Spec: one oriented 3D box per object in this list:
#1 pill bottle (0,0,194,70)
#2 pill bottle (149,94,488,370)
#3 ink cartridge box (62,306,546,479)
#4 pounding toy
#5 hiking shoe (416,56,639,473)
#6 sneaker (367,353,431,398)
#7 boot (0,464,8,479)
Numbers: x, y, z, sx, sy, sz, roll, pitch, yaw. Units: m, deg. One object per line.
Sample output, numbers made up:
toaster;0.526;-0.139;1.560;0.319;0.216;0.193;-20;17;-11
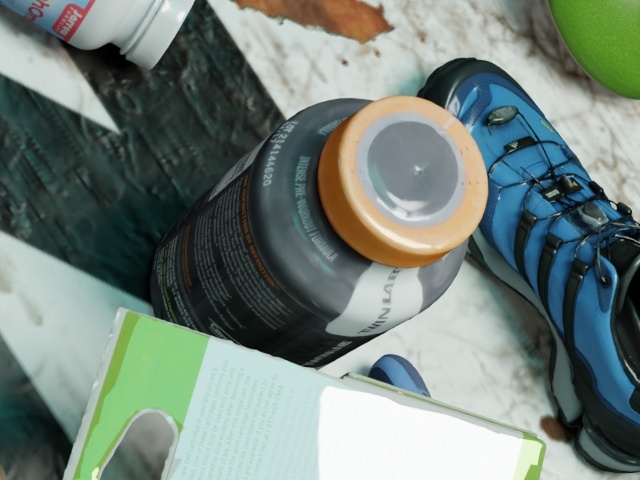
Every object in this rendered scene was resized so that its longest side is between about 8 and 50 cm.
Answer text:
pill bottle;-0.158;-0.172;1.070;0.160;0.087;0.087;30;63;-13
pill bottle;0.000;0.000;0.994;0.130;0.245;0.130;8;70;-22
ink cartridge box;-0.024;0.164;0.978;0.255;0.097;0.189;19;75;-11
pounding toy;0.268;-0.177;1.225;0.237;0.110;0.183;49;58;-22
hiking shoe;0.176;0.002;1.141;0.113;0.132;0.304;-30;87;-30
sneaker;0.039;0.140;1.078;0.059;0.053;0.144;3;71;-22
boot;-0.216;0.226;0.927;0.152;0.073;0.197;-19;81;-22
